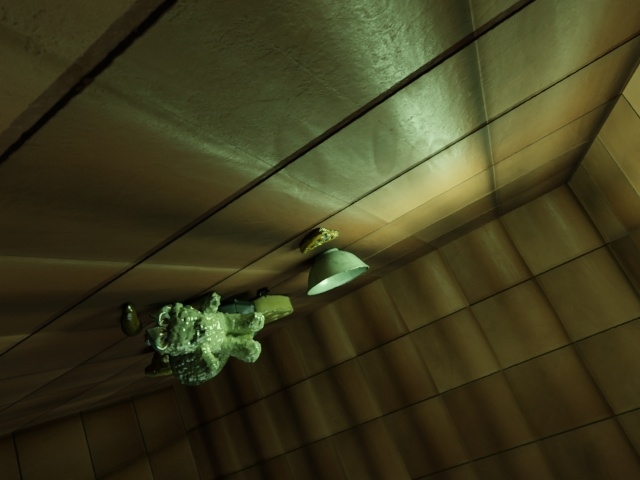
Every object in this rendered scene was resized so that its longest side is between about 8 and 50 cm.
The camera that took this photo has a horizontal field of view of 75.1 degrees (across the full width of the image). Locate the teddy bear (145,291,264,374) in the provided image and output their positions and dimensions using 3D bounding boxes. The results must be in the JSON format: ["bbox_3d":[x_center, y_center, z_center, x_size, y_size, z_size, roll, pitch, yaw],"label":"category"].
[{"bbox_3d":[-0.445,0.371,1.683,0.374,0.328,0.362,5,164,4],"label":"teddy bear"}]

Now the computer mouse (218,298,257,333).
[{"bbox_3d":[-0.394,0.405,2.060,0.188,0.122,0.371,-3,143,-1],"label":"computer mouse"}]

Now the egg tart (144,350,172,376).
[{"bbox_3d":[-0.793,0.630,2.275,0.340,0.133,0.341,-18,-179,0],"label":"egg tart"}]

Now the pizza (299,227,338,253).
[{"bbox_3d":[0.000,0.000,1.641,0.176,0.036,0.184,-9,159,-44],"label":"pizza"}]

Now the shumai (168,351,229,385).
[{"bbox_3d":[-0.584,0.486,2.005,0.329,0.292,0.288,-29,-164,-15],"label":"shumai"}]

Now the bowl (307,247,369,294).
[{"bbox_3d":[0.055,0.125,1.924,0.312,0.146,0.313,-21,163,-7],"label":"bowl"}]

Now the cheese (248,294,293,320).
[{"bbox_3d":[-0.311,0.404,2.370,0.383,0.104,0.384,-21,163,-7],"label":"cheese"}]

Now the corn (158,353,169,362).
[{"bbox_3d":[-0.787,0.562,2.123,0.084,0.063,0.165,6,-166,-30],"label":"corn"}]

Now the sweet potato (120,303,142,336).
[{"bbox_3d":[-0.697,0.299,1.524,0.075,0.076,0.273,-17,162,-25],"label":"sweet potato"}]

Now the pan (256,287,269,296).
[{"bbox_3d":[-0.288,0.263,2.094,0.068,0.024,0.115,-23,162,-7],"label":"pan"}]

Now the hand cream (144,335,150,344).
[{"bbox_3d":[-0.740,0.419,1.907,0.256,0.050,0.084,-37,157,30],"label":"hand cream"}]
